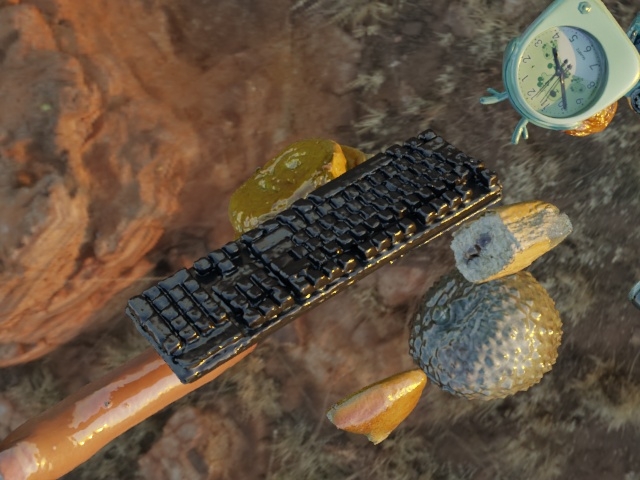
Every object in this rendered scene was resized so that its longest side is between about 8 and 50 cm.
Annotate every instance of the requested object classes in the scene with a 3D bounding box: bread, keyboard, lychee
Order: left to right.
[{"bbox_3d":[-0.027,-0.051,1.380,0.120,0.236,0.198,54,162,-25],"label":"bread"},{"bbox_3d":[0.000,0.000,0.567,0.072,0.231,0.023,45,154,34],"label":"keyboard"},{"bbox_3d":[0.097,0.231,1.389,0.136,0.154,0.054,-41,59,9],"label":"bread"},{"bbox_3d":[0.285,0.160,1.676,0.255,0.274,0.255,-23,52,33],"label":"lychee"},{"bbox_3d":[0.223,-0.004,1.168,0.082,0.106,0.125,61,147,10],"label":"bread"}]

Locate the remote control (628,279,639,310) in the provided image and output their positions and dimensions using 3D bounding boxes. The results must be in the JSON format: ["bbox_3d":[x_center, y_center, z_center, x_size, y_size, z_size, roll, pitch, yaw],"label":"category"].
[{"bbox_3d":[0.330,0.054,0.817,0.072,0.222,0.042,-47,50,26],"label":"remote control"}]

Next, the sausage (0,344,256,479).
[{"bbox_3d":[-0.118,0.096,0.603,0.043,0.186,0.043,36,141,35],"label":"sausage"}]

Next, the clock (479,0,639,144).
[{"bbox_3d":[0.320,-0.230,1.338,0.211,0.066,0.159,-37,101,3],"label":"clock"}]

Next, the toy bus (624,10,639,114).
[{"bbox_3d":[0.557,-0.249,1.441,0.256,0.128,0.147,28,133,14],"label":"toy bus"}]

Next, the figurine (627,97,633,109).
[{"bbox_3d":[0.687,-0.261,1.776,0.196,0.323,0.320,-22,129,2],"label":"figurine"}]

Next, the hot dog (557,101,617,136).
[{"bbox_3d":[0.445,-0.225,1.686,0.099,0.147,0.065,29,143,38],"label":"hot dog"}]
